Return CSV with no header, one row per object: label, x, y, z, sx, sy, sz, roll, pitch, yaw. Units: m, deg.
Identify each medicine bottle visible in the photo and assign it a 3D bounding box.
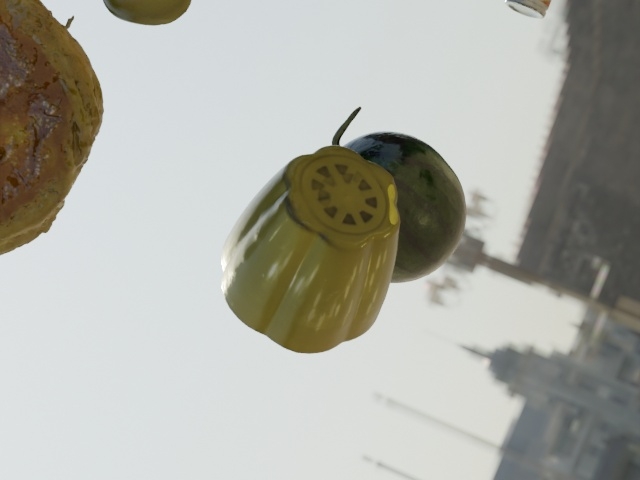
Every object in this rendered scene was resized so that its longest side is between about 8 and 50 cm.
medicine bottle,0.277,-0.334,2.183,0.057,0.057,0.089,42,-111,-76

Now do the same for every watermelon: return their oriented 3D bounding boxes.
watermelon,0.078,-0.047,2.107,0.215,0.188,0.188,41,-115,-30

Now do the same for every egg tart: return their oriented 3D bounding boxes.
egg tart,-0.418,-0.165,2.032,0.339,0.351,0.153,-39,18,13

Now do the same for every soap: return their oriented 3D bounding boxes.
soap,-0.160,-0.273,1.620,0.045,0.089,0.140,65,-148,-75

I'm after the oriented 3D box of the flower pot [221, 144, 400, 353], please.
flower pot,0.000,0.000,1.874,0.195,0.195,0.179,-57,-4,-37
